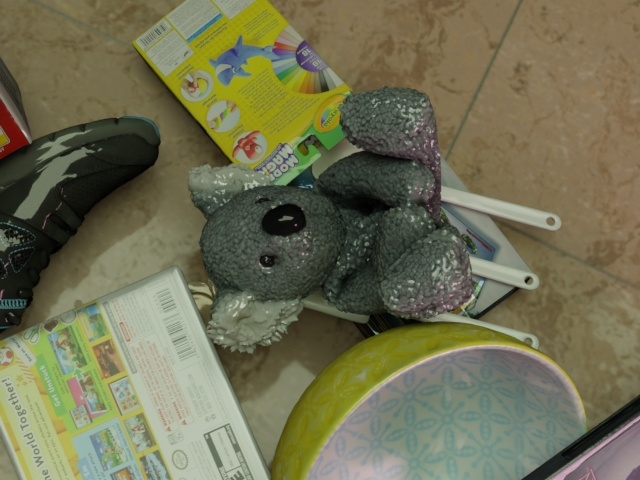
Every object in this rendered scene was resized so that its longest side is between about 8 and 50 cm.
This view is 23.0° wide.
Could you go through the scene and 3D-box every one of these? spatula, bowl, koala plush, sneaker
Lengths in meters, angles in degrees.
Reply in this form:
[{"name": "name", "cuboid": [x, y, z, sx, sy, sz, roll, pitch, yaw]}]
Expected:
[{"name": "spatula", "cuboid": [0.098, 0.006, 1.450, 0.242, 0.019, 0.168, 14, 72, 0]}, {"name": "bowl", "cuboid": [0.069, 0.180, 1.357, 0.289, 0.289, 0.156, -31, 36, -13]}, {"name": "koala plush", "cuboid": [0.000, 0.000, 1.338, 0.221, 0.203, 0.196, -12, 76, -2]}, {"name": "sneaker", "cuboid": [-0.283, 0.004, 1.424, 0.341, 0.125, 0.140, -31, 90, -5]}]

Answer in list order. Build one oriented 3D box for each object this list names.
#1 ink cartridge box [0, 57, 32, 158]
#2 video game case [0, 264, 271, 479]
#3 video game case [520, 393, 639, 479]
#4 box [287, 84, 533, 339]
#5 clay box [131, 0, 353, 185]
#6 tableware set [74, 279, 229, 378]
[{"name": "ink cartridge box", "cuboid": [-0.450, -0.138, 1.327, 0.309, 0.130, 0.272, -29, 122, 0]}, {"name": "video game case", "cuboid": [-0.177, 0.164, 1.408, 0.206, 0.026, 0.227, -24, 82, -6]}, {"name": "video game case", "cuboid": [0.293, 0.226, 1.387, 0.274, 0.026, 0.196, -33, 121, -14]}, {"name": "box", "cuboid": [0.066, -0.010, 1.486, 0.159, 0.044, 0.233, -34, 80, -13]}, {"name": "clay box", "cuboid": [-0.062, -0.143, 1.471, 0.127, 0.053, 0.222, -39, 66, -3]}, {"name": "tableware set", "cuboid": [-0.152, 0.111, 1.444, 0.168, 0.020, 0.141, -8, 75, -8]}]
